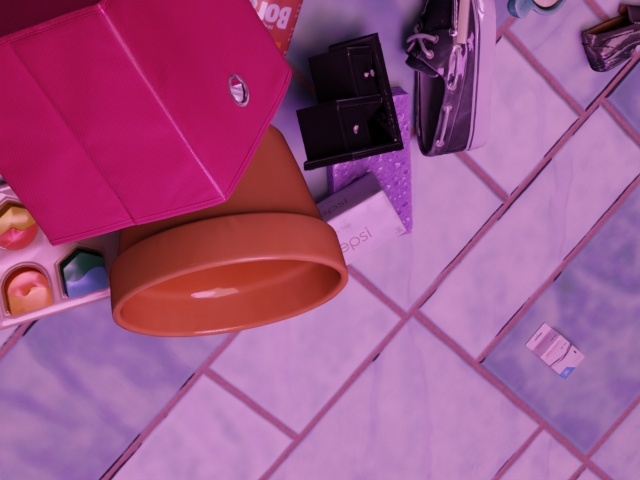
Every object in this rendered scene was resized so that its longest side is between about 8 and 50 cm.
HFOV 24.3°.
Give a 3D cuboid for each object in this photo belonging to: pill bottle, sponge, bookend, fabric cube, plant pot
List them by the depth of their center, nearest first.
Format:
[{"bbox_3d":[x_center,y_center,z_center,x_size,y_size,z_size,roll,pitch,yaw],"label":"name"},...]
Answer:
[{"bbox_3d":[-0.225,-0.190,1.640,0.259,0.254,0.258,-13,124,30],"label":"fabric cube"},{"bbox_3d":[-0.091,-0.272,1.833,0.121,0.121,0.216,10,107,-27],"label":"pill bottle"},{"bbox_3d":[-0.125,-0.020,1.834,0.291,0.291,0.203,-3,69,-23],"label":"plant pot"},{"bbox_3d":[0.028,-0.177,1.878,0.156,0.072,0.157,-16,94,-62],"label":"bookend"},{"bbox_3d":[0.066,-0.098,2.030,0.117,0.031,0.210,-12,117,-18],"label":"sponge"}]

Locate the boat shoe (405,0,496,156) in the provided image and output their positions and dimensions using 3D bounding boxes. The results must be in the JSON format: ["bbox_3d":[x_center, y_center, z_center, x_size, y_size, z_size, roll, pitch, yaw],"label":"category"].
[{"bbox_3d":[0.163,-0.251,1.972,0.102,0.108,0.301,-15,123,-20],"label":"boat shoe"}]

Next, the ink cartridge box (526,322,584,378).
[{"bbox_3d":[0.359,0.169,2.275,0.083,0.028,0.048,39,92,-31],"label":"ink cartridge box"}]

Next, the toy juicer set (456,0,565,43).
[{"bbox_3d":[0.276,-0.389,1.892,0.329,0.089,0.209,-30,118,-44],"label":"toy juicer set"}]

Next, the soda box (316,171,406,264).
[{"bbox_3d":[0.000,0.000,1.995,0.216,0.069,0.074,-30,117,3],"label":"soda box"}]

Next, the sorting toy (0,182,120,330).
[{"bbox_3d":[-0.346,0.009,1.886,0.208,0.038,0.193,-15,116,-18],"label":"sorting toy"}]

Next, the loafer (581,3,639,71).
[{"bbox_3d":[0.443,-0.307,2.096,0.170,0.062,0.061,-36,116,-8],"label":"loafer"}]
